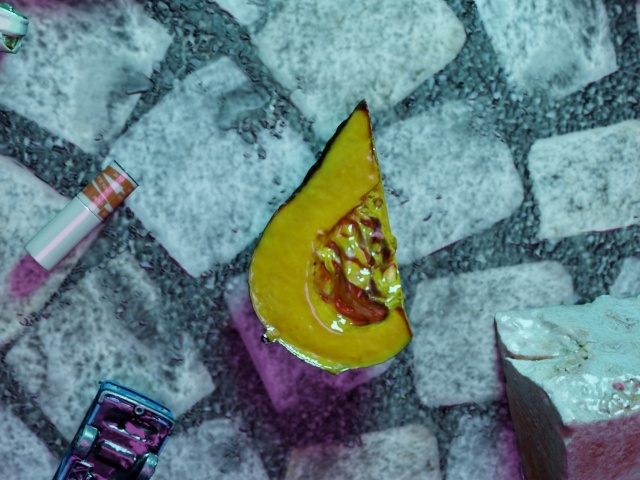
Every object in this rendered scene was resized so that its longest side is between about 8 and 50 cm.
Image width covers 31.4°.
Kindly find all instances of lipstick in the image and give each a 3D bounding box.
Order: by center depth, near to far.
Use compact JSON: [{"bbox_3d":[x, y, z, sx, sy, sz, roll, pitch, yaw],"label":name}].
[{"bbox_3d":[-0.249,-0.026,1.188,0.131,0.038,0.038,-44,102,-4],"label":"lipstick"}]

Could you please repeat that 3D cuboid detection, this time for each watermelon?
[{"bbox_3d":[0.312,0.183,1.290,0.310,0.193,0.232,-46,122,9],"label":"watermelon"}]

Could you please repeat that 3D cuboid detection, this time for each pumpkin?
[{"bbox_3d":[0.000,-0.004,1.222,0.163,0.111,0.278,-10,99,5],"label":"pumpkin"}]

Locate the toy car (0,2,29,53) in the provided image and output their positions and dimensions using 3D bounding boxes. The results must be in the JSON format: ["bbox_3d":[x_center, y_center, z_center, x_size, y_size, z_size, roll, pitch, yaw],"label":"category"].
[{"bbox_3d":[-0.401,-0.229,1.112,0.224,0.090,0.076,14,98,-13],"label":"toy car"}]

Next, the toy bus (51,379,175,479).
[{"bbox_3d":[-0.227,0.238,1.184,0.090,0.106,0.184,28,95,-9],"label":"toy bus"}]
